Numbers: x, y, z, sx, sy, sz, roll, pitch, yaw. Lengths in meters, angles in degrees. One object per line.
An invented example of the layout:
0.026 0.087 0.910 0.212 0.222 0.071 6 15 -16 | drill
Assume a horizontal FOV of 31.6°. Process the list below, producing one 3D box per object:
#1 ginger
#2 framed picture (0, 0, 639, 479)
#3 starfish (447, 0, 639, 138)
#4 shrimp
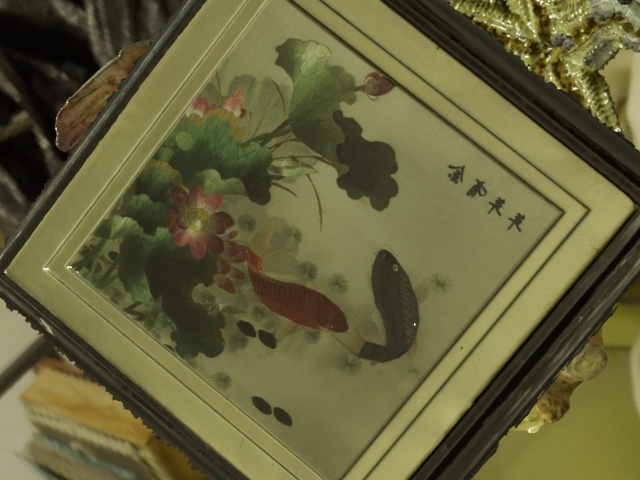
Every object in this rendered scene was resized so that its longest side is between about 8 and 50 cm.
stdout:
0.155 0.100 0.999 0.216 0.157 0.102 -25 137 31 | ginger
0.000 0.000 0.413 0.195 0.199 0.010 39 -172 4 | framed picture
0.105 -0.079 0.583 0.208 0.053 0.176 47 138 31 | starfish
-0.153 -0.053 0.867 0.143 0.251 0.052 52 164 -30 | shrimp
